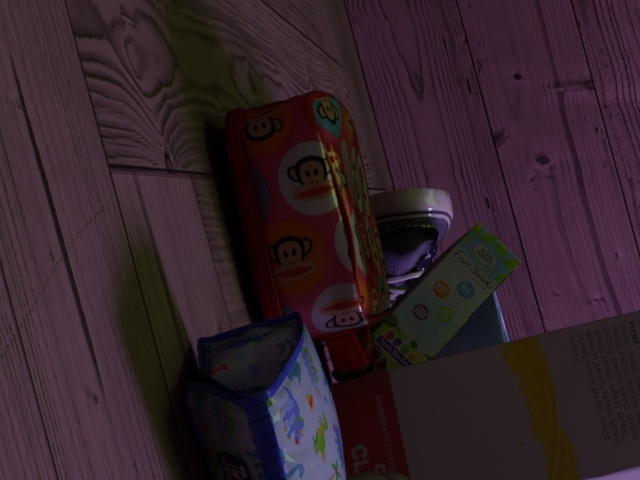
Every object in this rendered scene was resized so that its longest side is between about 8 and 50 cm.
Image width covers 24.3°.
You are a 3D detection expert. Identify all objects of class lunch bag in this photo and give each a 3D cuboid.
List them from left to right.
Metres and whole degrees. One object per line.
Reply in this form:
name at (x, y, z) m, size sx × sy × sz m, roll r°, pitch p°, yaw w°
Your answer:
lunch bag at (-0.033, 0.135, 1.003) m, size 0.151 × 0.096 × 0.129 m, roll -115°, pitch -172°, yaw -74°
lunch bag at (0.000, 0.000, 1.428) m, size 0.293 × 0.120 × 0.258 m, roll 23°, pitch 53°, yaw -82°

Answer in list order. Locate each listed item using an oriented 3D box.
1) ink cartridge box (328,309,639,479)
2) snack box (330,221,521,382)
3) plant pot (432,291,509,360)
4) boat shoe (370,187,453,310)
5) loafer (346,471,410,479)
ink cartridge box at (0.205, 0.219, 1.487) m, size 0.279 × 0.385 × 0.160 m, roll 61°, pitch 16°, yaw -61°
snack box at (0.110, 0.086, 1.615) m, size 0.070 × 0.207 × 0.174 m, roll 45°, pitch -11°, yaw 3°
plant pot at (0.169, 0.204, 1.999) m, size 0.290 × 0.195 × 0.290 m, roll -15°, pitch 90°, yaw -82°
boat shoe at (0.093, 0.051, 1.790) m, size 0.340 × 0.127 × 0.158 m, roll 106°, pitch -22°, yaw -75°
loafer at (0.012, 0.292, 1.053) m, size 0.102 × 0.092 × 0.268 m, roll 127°, pitch -28°, yaw -59°
